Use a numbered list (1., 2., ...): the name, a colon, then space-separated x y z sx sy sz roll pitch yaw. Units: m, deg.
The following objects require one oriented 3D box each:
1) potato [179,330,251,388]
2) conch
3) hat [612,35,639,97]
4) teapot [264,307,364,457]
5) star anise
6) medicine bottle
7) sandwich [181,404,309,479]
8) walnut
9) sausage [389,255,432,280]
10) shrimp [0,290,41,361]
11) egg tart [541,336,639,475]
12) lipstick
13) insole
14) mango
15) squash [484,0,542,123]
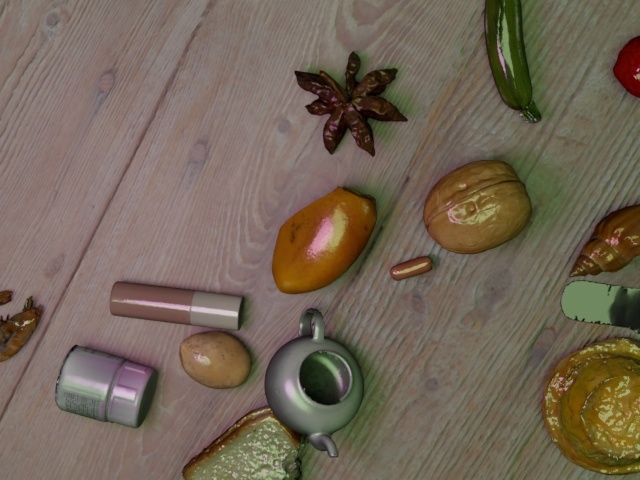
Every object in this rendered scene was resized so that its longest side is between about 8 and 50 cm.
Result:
1. potato: -0.207 0.236 1.980 0.147 0.112 0.112 22 98 -4
2. conch: 0.588 -0.035 1.877 0.330 0.109 0.093 -41 84 -2
3. hat: 0.675 -0.354 1.774 0.332 0.242 0.274 -19 82 20
4. teapot: -0.008 0.271 1.923 0.193 0.129 0.294 2 70 -20
5. star anise: 0.057 -0.253 1.903 0.213 0.111 0.196 0 103 -1
6. medicine bottle: -0.419 0.288 1.989 0.169 0.135 0.135 14 97 5
7. sandwich: -0.100 0.485 1.997 0.254 0.099 0.288 -36 91 9
8. walnut: 0.286 -0.060 1.872 0.197 0.165 0.165 -17 94 4
9. sausage: 0.175 0.054 1.955 0.083 0.034 0.034 -17 94 7
10. shrimp: -0.640 0.165 2.037 0.187 0.051 0.132 -37 92 11
11. egg tart: 0.565 0.320 1.912 0.288 0.118 0.288 0 94 2
12. lipstick: -0.280 0.128 1.989 0.255 0.070 0.070 6 97 5
13. insole: 0.620 0.137 1.936 0.322 0.007 0.109 9 95 5
14. mango: 0.000 0.000 1.922 0.154 0.126 0.252 43 99 11
15. squash: 0.345 -0.369 1.873 0.080 0.071 0.318 -10 95 6
